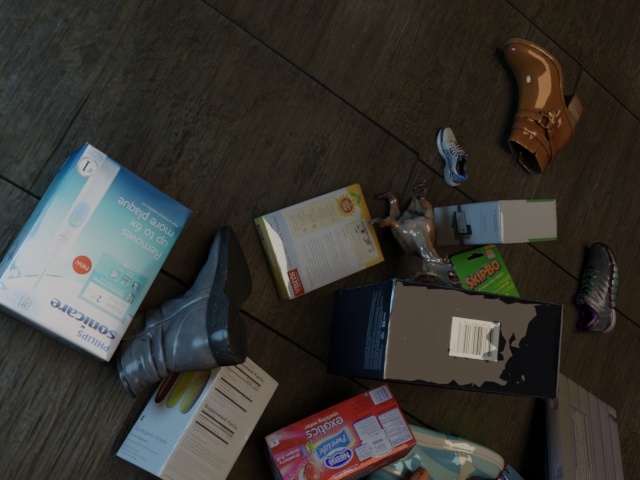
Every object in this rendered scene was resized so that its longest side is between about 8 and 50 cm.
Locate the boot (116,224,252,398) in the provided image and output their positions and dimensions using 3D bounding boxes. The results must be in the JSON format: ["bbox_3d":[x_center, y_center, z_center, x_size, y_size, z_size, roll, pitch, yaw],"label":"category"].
[{"bbox_3d":[-0.244,0.109,1.441,0.222,0.338,0.118,-17,122,11],"label":"boot"}]

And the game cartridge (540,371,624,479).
[{"bbox_3d":[0.593,0.494,1.861,0.230,0.068,0.355,30,44,-20],"label":"game cartridge"}]

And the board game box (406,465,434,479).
[{"bbox_3d":[0.136,0.578,1.570,0.281,0.027,0.145,-45,120,-13],"label":"board game box"}]

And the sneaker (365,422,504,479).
[{"bbox_3d":[0.222,0.496,1.686,0.318,0.127,0.208,19,73,-17],"label":"sneaker"}]

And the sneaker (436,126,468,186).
[{"bbox_3d":[0.302,-0.191,1.841,0.052,0.058,0.135,-15,92,-30],"label":"sneaker"}]

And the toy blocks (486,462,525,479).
[{"bbox_3d":[0.404,0.662,1.761,0.261,0.190,0.381,44,64,-6],"label":"toy blocks"}]

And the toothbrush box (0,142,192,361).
[{"bbox_3d":[-0.389,0.023,1.381,0.216,0.126,0.296,35,70,-22],"label":"toothbrush box"}]

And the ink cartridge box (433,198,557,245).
[{"bbox_3d":[0.371,-0.038,1.773,0.160,0.219,0.093,-3,89,-29],"label":"ink cartridge box"}]

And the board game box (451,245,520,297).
[{"bbox_3d":[0.383,0.141,1.818,0.124,0.039,0.260,-16,75,-21],"label":"board game box"}]

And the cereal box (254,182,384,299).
[{"bbox_3d":[0.000,0.000,1.652,0.240,0.047,0.173,-20,95,-30],"label":"cereal box"}]

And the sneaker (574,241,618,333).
[{"bbox_3d":[0.664,0.116,2.006,0.098,0.083,0.224,-1,86,-25],"label":"sneaker"}]

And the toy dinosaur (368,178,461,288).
[{"bbox_3d":[0.198,-0.003,1.703,0.127,0.296,0.200,-22,108,13],"label":"toy dinosaur"}]

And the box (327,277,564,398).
[{"bbox_3d":[0.227,0.192,1.575,0.343,0.312,0.179,9,81,-16],"label":"box"}]

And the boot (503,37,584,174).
[{"bbox_3d":[0.488,-0.314,1.949,0.283,0.109,0.220,46,69,-26],"label":"boot"}]

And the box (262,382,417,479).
[{"bbox_3d":[0.032,0.384,1.532,0.256,0.123,0.128,-21,66,-16],"label":"box"}]

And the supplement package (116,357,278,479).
[{"bbox_3d":[-0.210,0.308,1.432,0.134,0.139,0.244,47,63,-36],"label":"supplement package"}]
